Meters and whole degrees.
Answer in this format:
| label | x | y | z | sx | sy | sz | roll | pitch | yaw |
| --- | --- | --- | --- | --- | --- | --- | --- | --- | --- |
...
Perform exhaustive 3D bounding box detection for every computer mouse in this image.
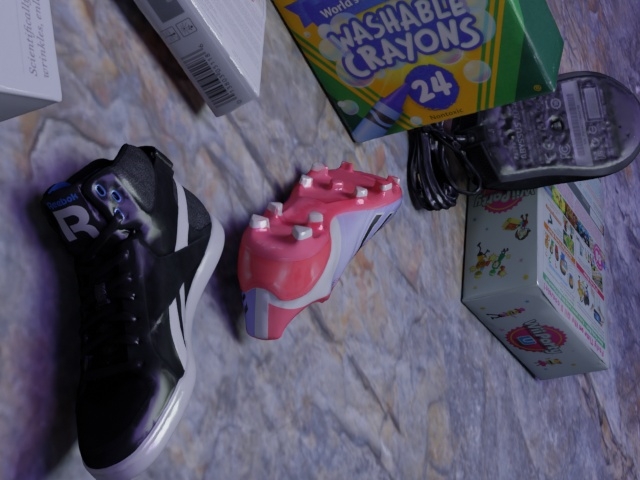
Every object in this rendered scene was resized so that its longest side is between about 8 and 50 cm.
| label | x | y | z | sx | sy | sz | roll | pitch | yaw |
| --- | --- | --- | --- | --- | --- | --- | --- | --- | --- |
| computer mouse | 0.217 | -0.122 | 1.212 | 0.072 | 0.272 | 0.189 | 133 | -46 | -74 |

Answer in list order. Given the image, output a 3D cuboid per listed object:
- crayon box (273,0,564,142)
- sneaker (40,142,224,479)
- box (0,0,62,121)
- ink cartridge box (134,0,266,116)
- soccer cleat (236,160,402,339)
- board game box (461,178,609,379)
| label | x | y | z | sx | sy | sz | roll | pitch | yaw |
| --- | --- | --- | --- | --- | --- | --- | --- | --- | --- |
| crayon box | 0.055 | -0.249 | 0.958 | 0.323 | 0.203 | 0.083 | 57 | 36 | -31 |
| sneaker | -0.132 | 0.030 | 0.675 | 0.121 | 0.079 | 0.217 | 51 | 31 | -34 |
| box | -0.232 | -0.145 | 0.514 | 0.182 | 0.119 | 0.181 | 3 | 78 | -59 |
| ink cartridge box | -0.097 | -0.203 | 0.865 | 0.145 | 0.045 | 0.179 | 55 | 19 | -34 |
| soccer cleat | 0.000 | 0.000 | 0.919 | 0.248 | 0.083 | 0.095 | -37 | 141 | -63 |
| board game box | 0.264 | -0.018 | 1.342 | 0.224 | 0.097 | 0.303 | 43 | 43 | -44 |
